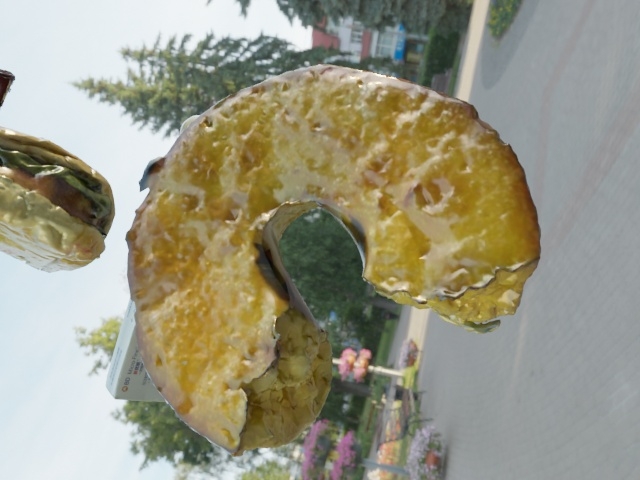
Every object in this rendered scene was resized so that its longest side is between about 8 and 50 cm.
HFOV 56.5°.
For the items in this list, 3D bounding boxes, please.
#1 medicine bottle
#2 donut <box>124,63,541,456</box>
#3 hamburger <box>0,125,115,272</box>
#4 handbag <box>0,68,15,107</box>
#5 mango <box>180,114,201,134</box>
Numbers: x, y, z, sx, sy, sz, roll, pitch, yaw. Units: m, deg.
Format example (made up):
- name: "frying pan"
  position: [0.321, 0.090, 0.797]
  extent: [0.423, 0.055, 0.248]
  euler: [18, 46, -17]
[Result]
- name: "medicine bottle"
  position: [-0.200, 0.137, 0.863]
  extent: [0.052, 0.171, 0.201]
  euler: [27, 101, 55]
- name: "donut"
  position: [0.000, 0.000, 0.673]
  extent: [0.377, 0.435, 0.163]
  euler: [67, -167, 22]
- name: "hamburger"
  position: [-0.430, -0.057, 0.934]
  extent: [0.330, 0.209, 0.162]
  euler: [54, -137, -51]
- name: "handbag"
  position: [-0.637, -0.263, 0.990]
  extent: [0.216, 0.203, 0.074]
  euler: [-43, 10, 34]
- name: "mango"
  position: [-0.139, -0.134, 0.954]
  extent: [0.178, 0.115, 0.090]
  euler: [50, -131, -33]
